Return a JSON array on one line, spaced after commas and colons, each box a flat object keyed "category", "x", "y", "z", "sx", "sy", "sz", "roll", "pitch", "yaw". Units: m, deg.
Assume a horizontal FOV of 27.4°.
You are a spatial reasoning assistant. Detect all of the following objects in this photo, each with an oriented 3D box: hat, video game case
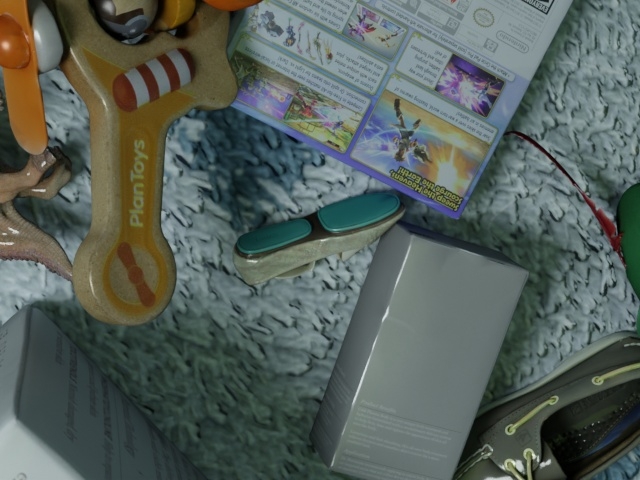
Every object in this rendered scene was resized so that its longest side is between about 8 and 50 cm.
[{"category": "hat", "x": 0.302, "y": -0.026, "z": 1.297, "sx": 0.173, "sy": 0.183, "sz": 0.209, "roll": -35, "pitch": 142, "yaw": -26}, {"category": "video game case", "x": 0.062, "y": -0.186, "z": 1.191, "sx": 0.269, "sy": 0.061, "sz": 0.244, "roll": 26, "pitch": 94, "yaw": -16}]

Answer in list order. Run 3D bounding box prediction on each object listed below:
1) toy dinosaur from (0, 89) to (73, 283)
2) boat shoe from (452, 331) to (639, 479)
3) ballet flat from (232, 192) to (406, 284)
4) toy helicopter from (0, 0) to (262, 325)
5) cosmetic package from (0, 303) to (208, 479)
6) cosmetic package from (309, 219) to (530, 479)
[{"category": "toy dinosaur", "x": -0.333, "y": -0.053, "z": 1.107, "sx": 0.200, "sy": 0.127, "sz": 0.296, "roll": -39, "pitch": 111, "yaw": -2}, {"category": "boat shoe", "x": 0.220, "y": 0.202, "z": 1.292, "sx": 0.305, "sy": 0.091, "sz": 0.109, "roll": -35, "pitch": 106, "yaw": -3}, {"category": "ballet flat", "x": 0.000, "y": 0.000, "z": 1.229, "sx": 0.168, "sy": 0.057, "sz": 0.052, "roll": -15, "pitch": 127, "yaw": -3}, {"category": "toy helicopter", "x": -0.164, "y": -0.111, "z": 1.036, "sx": 0.235, "sy": 0.140, "sz": 0.355, "roll": 5, "pitch": 84, "yaw": -43}, {"category": "cosmetic package", "x": -0.231, "y": 0.331, "z": 1.102, "sx": 0.329, "sy": 0.327, "sz": 0.394, "roll": -41, "pitch": 106, "yaw": -1}, {"category": "cosmetic package", "x": 0.090, "y": 0.109, "z": 1.242, "sx": 0.127, "sy": 0.107, "sz": 0.238, "roll": 19, "pitch": 94, "yaw": -15}]
